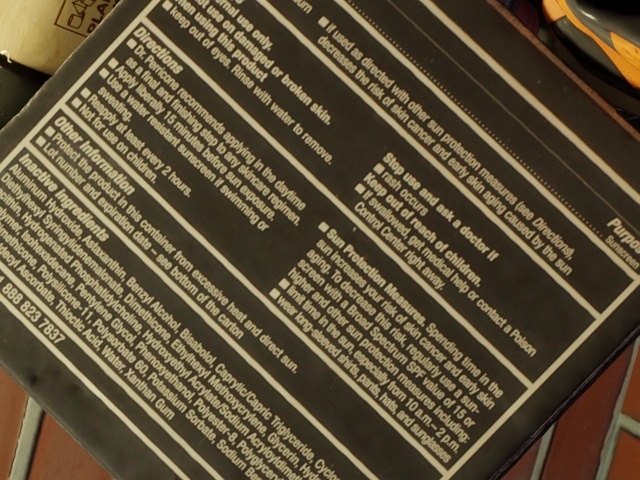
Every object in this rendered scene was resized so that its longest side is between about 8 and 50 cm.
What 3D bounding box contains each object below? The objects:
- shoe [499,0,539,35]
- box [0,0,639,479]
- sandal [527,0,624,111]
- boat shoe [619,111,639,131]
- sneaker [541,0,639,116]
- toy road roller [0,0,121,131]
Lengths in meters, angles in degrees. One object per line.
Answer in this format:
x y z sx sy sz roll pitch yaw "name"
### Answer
0.077 -0.179 1.010 0.178 0.063 0.081 13 178 29 "shoe"
0.000 0.000 0.707 0.296 0.294 0.183 44 -175 3 "box"
0.214 -0.150 1.058 0.219 0.090 0.060 10 -157 34 "sandal"
0.314 -0.136 1.455 0.113 0.104 0.306 13 -170 29 "boat shoe"
0.246 -0.065 0.563 0.321 0.124 0.180 16 -174 9 "sneaker"
-0.112 -0.159 0.917 0.330 0.202 0.240 18 -166 -35 "toy road roller"
